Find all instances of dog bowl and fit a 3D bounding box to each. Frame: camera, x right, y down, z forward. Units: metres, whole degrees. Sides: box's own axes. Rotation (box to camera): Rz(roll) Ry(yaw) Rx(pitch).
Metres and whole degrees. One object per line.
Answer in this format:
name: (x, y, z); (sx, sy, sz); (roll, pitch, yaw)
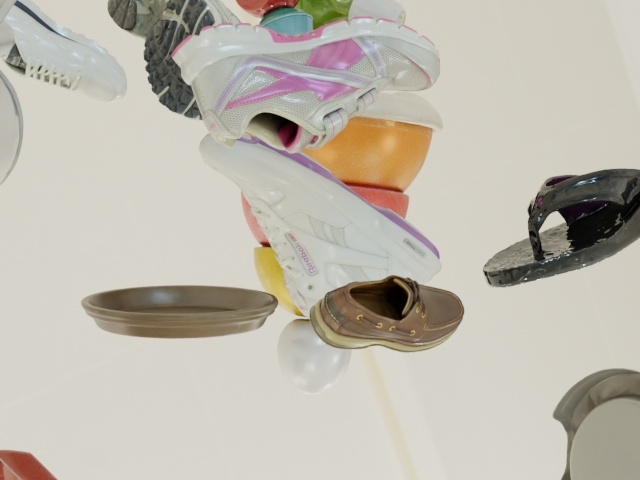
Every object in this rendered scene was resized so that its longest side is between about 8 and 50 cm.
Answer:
dog bowl: (0.524, 0.378, 2.405); (0.102, 0.349, 0.349); (-1, 175, -39)

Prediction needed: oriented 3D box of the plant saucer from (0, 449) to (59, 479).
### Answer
plant saucer: (-0.345, 0.407, 2.009); (0.048, 0.259, 0.258); (-40, 164, -29)

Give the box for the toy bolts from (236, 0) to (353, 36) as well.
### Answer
toy bolts: (0.017, -0.297, 2.047); (0.228, 0.158, 0.218); (-6, 162, -41)

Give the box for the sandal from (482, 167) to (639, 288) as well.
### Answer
sandal: (0.367, -0.055, 1.912); (0.446, 0.107, 0.167); (-26, -170, -31)

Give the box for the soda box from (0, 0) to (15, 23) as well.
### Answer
soda box: (-0.316, -0.277, 1.408); (0.216, 0.074, 0.069); (-58, 162, -9)

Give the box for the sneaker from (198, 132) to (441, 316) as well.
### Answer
sneaker: (-0.016, -0.006, 1.617); (0.152, 0.305, 0.114); (-56, -166, 2)

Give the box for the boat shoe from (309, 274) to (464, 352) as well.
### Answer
boat shoe: (0.075, 0.067, 1.408); (0.178, 0.064, 0.060); (1, 144, -39)

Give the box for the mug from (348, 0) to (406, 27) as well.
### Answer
mug: (0.084, -0.309, 1.996); (0.064, 0.062, 0.078); (24, -129, 21)

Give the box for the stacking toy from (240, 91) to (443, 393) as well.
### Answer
stacking toy: (0.000, 0.000, 2.317); (0.350, 0.480, 0.350); (5, -179, 0)

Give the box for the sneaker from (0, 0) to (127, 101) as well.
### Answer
sneaker: (-0.389, -0.257, 2.114); (0.090, 0.235, 0.095); (-50, -165, 42)

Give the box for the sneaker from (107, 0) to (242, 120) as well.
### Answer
sneaker: (-0.121, -0.214, 1.559); (0.122, 0.110, 0.283); (17, -152, -36)

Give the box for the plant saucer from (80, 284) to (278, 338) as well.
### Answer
plant saucer: (-0.198, 0.100, 2.087); (0.278, 0.041, 0.278); (1, -174, 0)

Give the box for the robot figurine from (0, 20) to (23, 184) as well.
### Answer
robot figurine: (-0.448, -0.124, 1.658); (0.300, 0.200, 0.353); (-50, -174, 5)

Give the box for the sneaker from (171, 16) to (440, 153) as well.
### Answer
sneaker: (-0.006, -0.134, 1.341); (0.252, 0.111, 0.103); (-6, 170, -19)
